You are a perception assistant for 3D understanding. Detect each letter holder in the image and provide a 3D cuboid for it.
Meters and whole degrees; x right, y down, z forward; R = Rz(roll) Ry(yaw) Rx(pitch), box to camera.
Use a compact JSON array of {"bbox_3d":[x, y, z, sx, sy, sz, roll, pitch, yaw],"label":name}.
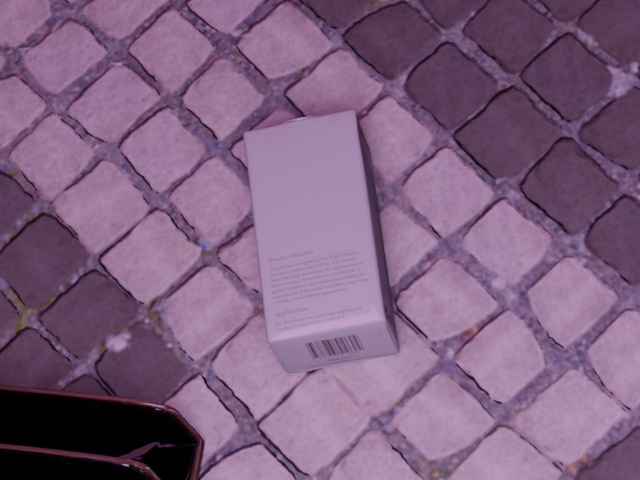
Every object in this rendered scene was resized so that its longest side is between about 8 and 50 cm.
[{"bbox_3d":[-0.286,0.205,1.769,0.302,0.214,0.152,4,67,15],"label":"letter holder"}]

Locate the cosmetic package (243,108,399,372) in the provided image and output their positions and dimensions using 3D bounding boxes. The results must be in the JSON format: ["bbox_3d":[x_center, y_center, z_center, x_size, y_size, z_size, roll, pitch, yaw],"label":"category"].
[{"bbox_3d":[0.000,0.000,1.874,0.117,0.085,0.231,-10,62,8],"label":"cosmetic package"}]
